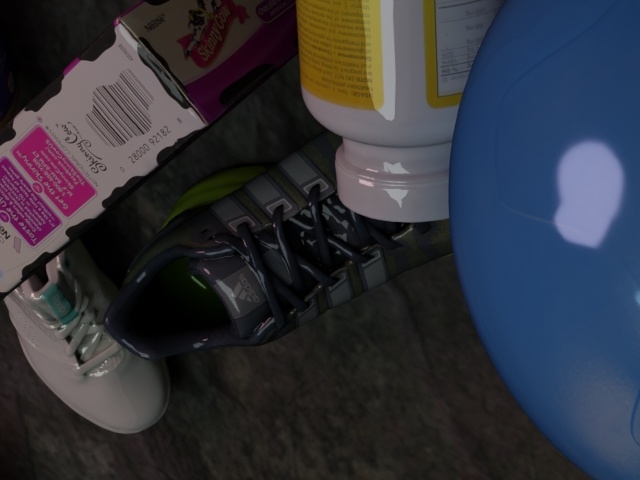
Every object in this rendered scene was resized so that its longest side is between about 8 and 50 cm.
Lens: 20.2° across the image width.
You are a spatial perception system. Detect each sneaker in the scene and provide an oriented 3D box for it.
[{"bbox_3d":[-0.161,0.038,1.113,0.212,0.080,0.094,59,175,-14],"label":"sneaker"},{"bbox_3d":[0.000,0.000,0.979,0.300,0.121,0.111,-28,103,41],"label":"sneaker"}]

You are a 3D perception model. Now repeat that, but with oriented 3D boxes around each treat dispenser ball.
[{"bbox_3d":[0.195,-0.018,0.730,0.288,0.288,0.288,16,127,22],"label":"treat dispenser ball"}]

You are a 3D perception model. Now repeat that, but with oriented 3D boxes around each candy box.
[{"bbox_3d":[-0.106,-0.068,0.975,0.071,0.159,0.233,50,132,-4],"label":"candy box"}]

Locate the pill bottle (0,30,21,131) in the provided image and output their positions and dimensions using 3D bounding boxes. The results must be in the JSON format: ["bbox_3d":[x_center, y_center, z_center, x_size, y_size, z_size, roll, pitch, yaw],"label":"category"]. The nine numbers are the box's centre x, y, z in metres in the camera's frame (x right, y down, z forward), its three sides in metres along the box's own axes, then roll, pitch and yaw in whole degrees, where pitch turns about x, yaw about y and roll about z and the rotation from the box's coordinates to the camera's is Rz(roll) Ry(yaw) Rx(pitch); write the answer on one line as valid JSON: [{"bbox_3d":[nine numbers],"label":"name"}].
[{"bbox_3d":[-0.244,-0.131,1.020,0.112,0.112,0.186,18,146,22],"label":"pill bottle"}]

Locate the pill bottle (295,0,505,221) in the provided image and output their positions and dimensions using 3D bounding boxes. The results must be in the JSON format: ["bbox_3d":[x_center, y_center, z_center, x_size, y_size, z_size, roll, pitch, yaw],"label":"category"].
[{"bbox_3d":[0.040,-0.107,0.825,0.103,0.103,0.184,10,118,27],"label":"pill bottle"}]
